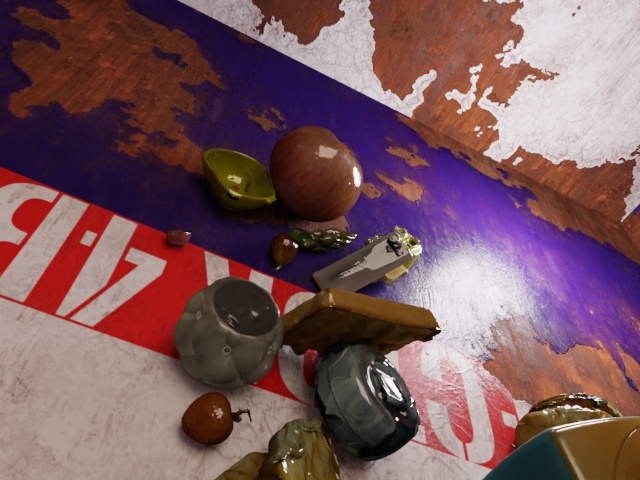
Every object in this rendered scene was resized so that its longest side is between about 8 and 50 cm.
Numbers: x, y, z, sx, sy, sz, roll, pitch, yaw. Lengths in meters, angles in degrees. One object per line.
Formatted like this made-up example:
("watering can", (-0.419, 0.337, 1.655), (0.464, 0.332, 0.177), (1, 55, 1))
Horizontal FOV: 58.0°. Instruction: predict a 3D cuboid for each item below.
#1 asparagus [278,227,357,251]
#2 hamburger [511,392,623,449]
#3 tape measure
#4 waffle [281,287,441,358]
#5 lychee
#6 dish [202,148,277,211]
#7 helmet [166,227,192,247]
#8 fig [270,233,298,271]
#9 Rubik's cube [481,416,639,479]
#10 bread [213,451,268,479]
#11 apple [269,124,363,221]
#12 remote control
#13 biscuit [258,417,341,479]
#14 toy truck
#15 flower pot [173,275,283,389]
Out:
("asparagus", (0.000, 0.000, 1.852), (0.287, 0.080, 0.080), (-7, 48, -34))
("hamburger", (0.694, 0.500, 1.526), (0.330, 0.209, 0.162), (14, 25, 28))
("tape measure", (0.108, 0.360, 1.339), (0.256, 0.147, 0.275), (33, 27, -39))
("waffle", (0.077, 0.217, 1.415), (0.348, 0.304, 0.077), (15, 56, -29))
("lychee", (-0.211, 0.356, 1.173), (0.140, 0.114, 0.101), (-27, 80, -27))
("dish", (-0.267, -0.171, 1.827), (0.221, 0.108, 0.262), (3, 41, -38))
("helmet", (-0.383, -0.005, 1.563), (0.065, 0.049, 0.084), (4, -2, 18))
("fig", (-0.113, 0.046, 1.707), (0.089, 0.089, 0.125), (22, 60, -16))
("Rubik's cube", (0.594, 0.612, 1.235), (0.347, 0.351, 0.352), (3, 43, -23))
("bread", (-0.146, 0.483, 1.078), (0.128, 0.088, 0.232), (46, 37, 16))
("apple", (-0.004, -0.225, 1.904), (0.345, 0.269, 0.345), (49, 27, -35))
("remote control", (0.132, 0.073, 1.753), (0.313, 0.055, 0.109), (-27, 69, -18))
("biscuit", (-0.033, 0.454, 1.091), (0.335, 0.078, 0.329), (56, 13, -44))
("toy truck", (0.233, 0.060, 1.919), (0.157, 0.124, 0.272), (44, 34, 19))
("flower pot", (-0.205, 0.209, 1.289), (0.246, 0.195, 0.246), (23, 34, -16))
